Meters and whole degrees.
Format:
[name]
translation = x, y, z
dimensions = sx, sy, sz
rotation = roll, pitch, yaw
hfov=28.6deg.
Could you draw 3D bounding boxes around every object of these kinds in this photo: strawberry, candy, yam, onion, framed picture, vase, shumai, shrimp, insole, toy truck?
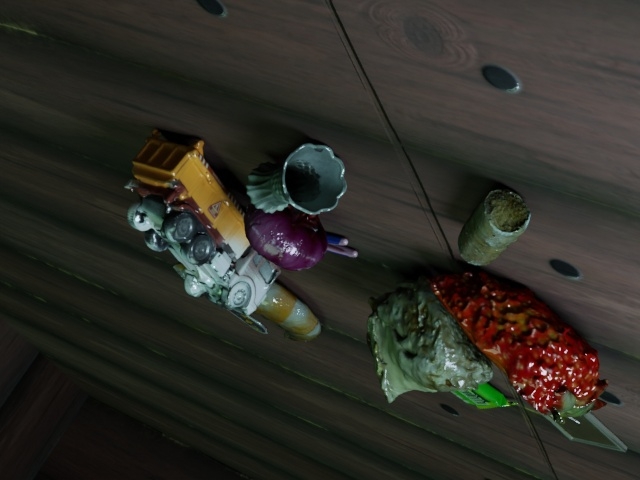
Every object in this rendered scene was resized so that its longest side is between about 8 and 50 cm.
[strawberry]
translation = 0.237, 0.111, 1.474
dimensions = 0.228, 0.098, 0.174
rotation = 47, -176, 25
[candy]
translation = 0.195, 0.198, 1.836
dimensions = 0.178, 0.032, 0.102
rotation = 36, 164, -17
[yam]
translation = 0.178, -0.013, 1.304
dimensions = 0.054, 0.054, 0.132
rotation = 31, 162, 3
[onion]
translation = -0.040, -0.015, 1.573
dimensions = 0.115, 0.104, 0.115
rotation = 42, -159, -21
[framed picture]
translation = 0.347, 0.247, 1.755
dimensions = 0.149, 0.011, 0.109
rotation = 42, 158, -27
[vase]
translation = -0.035, -0.066, 1.467
dimensions = 0.081, 0.081, 0.149
rotation = 38, 164, -17
[shumai]
translation = 0.120, 0.139, 1.578
dimensions = 0.184, 0.142, 0.184
rotation = 52, -169, -14
[shrimp]
translation = -0.083, 0.098, 1.997
dimensions = 0.287, 0.068, 0.185
rotation = 34, 168, -39
[insole]
translation = -0.173, 0.110, 2.228
dimensions = 0.197, 0.004, 0.065
rotation = 37, 160, -14
[toy truck]
translation = -0.156, -0.019, 1.696
dimensions = 0.114, 0.135, 0.270
rotation = 18, 153, 41

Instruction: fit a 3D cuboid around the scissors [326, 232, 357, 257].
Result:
[scissors]
translation = 0.000, 0.000, 1.670
dimensions = 0.113, 0.012, 0.039
rotation = 15, 155, 41
